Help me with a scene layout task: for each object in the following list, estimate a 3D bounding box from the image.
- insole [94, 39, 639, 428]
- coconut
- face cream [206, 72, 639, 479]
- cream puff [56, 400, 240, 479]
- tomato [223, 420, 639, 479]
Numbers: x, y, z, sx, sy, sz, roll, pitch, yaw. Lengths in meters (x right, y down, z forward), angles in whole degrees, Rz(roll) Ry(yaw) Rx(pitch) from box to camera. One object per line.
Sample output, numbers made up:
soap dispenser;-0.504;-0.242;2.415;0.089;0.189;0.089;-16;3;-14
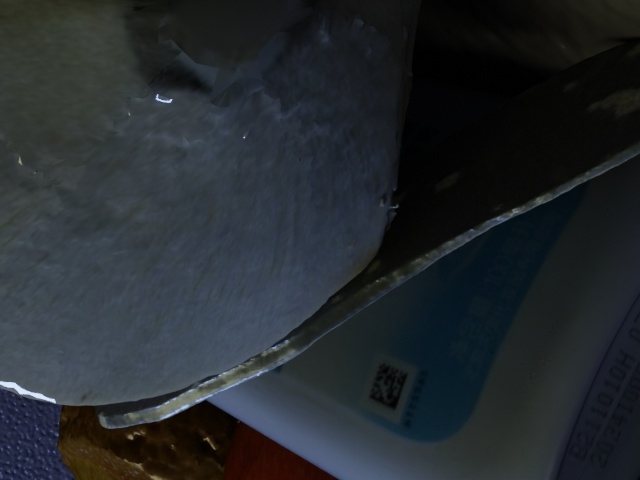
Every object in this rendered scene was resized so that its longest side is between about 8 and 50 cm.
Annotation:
insole;0.016;0.002;0.464;0.247;0.081;0.011;-29;119;25
coconut;-0.072;-0.065;0.434;0.241;0.241;0.241;36;164;12
face cream;0.000;0.000;0.562;0.336;0.163;0.080;23;171;47
cream puff;-0.066;0.166;1.088;0.303;0.212;0.303;32;154;17
tomato;0.081;0.139;0.641;0.255;0.224;0.256;38;159;17
